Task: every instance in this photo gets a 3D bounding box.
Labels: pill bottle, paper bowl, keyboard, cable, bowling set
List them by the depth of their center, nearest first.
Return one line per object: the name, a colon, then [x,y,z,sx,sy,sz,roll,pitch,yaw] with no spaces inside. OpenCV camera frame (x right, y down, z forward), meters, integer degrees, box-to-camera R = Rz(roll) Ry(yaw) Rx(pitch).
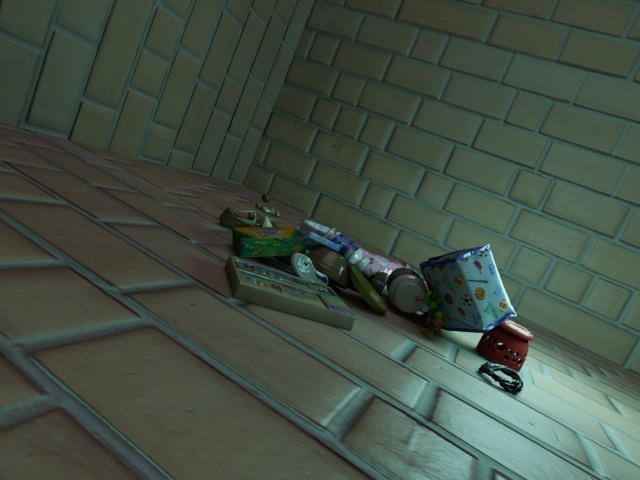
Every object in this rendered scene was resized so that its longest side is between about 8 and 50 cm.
cable: [0.649,0.487,1.518,0.150,0.047,0.184,23,9,33]
keyboard: [-0.210,0.084,1.819,0.256,0.014,0.072,26,13,18]
pill bottle: [0.400,0.233,1.966,0.176,0.176,0.318,24,8,3]
pill bottle: [0.123,0.068,2.230,0.264,0.153,0.153,39,11,10]
paper bowl: [0.000,0.000,2.468,0.284,0.148,0.284,23,7,-3]
bowling set: [-0.305,-0.164,2.547,0.154,0.200,0.287,20,13,-32]

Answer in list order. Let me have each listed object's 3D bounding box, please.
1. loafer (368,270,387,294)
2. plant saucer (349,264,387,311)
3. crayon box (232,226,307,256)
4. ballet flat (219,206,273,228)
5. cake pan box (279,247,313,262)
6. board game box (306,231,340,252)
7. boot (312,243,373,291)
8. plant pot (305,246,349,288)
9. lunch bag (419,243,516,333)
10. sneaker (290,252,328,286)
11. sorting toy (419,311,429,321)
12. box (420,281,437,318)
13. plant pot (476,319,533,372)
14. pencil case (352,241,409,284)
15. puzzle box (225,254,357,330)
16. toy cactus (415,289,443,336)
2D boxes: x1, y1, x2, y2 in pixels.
loafer: [0.283,0.199,2.157,0.087,0.094,0.251,28,8,2]
plant saucer: [0.190,0.207,1.758,0.241,0.037,0.241,51,8,-10]
crayon box: [-0.215,0.003,1.769,0.278,0.081,0.165,-2,17,-22]
ballet flat: [-0.337,-0.084,2.143,0.342,0.124,0.116,21,8,-18]
cake pan box: [-0.152,0.041,2.002,0.266,0.070,0.245,29,5,13]
board game box: [-0.008,0.046,2.118,0.160,0.039,0.211,26,-28,-4]
boot: [0.089,0.128,2.025,0.338,0.118,0.223,39,3,-9]
plant pot: [0.031,0.104,1.782,0.237,0.110,0.237,28,-10,5]
lunch bag: [0.599,0.211,1.834,0.238,0.328,0.385,-17,-5,-21]
sneaker: [-0.075,0.117,1.627,0.121,0.079,0.217,9,-29,45]
sorting toy: [0.488,0.357,1.930,0.061,0.042,0.102,10,12,31]
box: [0.624,0.315,2.187,0.154,0.142,0.300,30,10,39]
plant pot: [0.781,0.430,1.783,0.191,0.174,0.191,25,6,-3]
pencil case: [0.311,0.142,2.407,0.386,0.167,0.160,22,-23,-9]
puzzle box: [-0.105,0.169,1.402,0.408,0.052,0.272,20,9,-23]
toy cactus: [0.450,0.315,1.743,0.112,0.181,0.219,-3,47,11]
